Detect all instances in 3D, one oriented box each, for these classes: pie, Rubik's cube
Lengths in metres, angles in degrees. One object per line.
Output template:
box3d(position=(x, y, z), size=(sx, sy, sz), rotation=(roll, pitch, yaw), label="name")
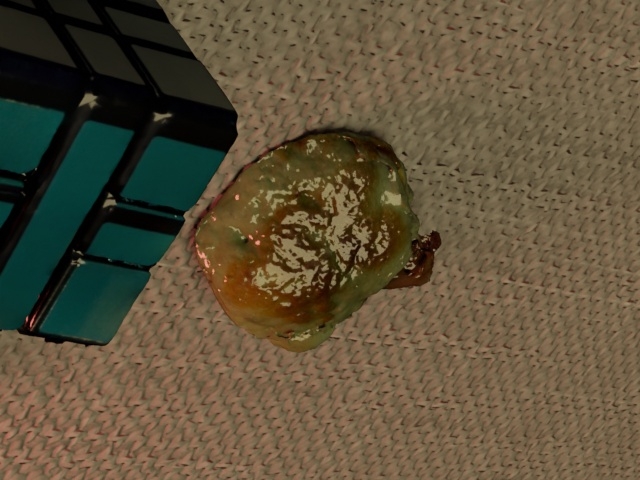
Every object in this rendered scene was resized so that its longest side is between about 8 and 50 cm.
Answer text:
box3d(position=(-0.005, -0.005, 2.022), size=(0.274, 0.105, 0.257), rotation=(-30, 124, -10), label="pie")
box3d(position=(-0.288, -0.101, 1.587), size=(0.283, 0.293, 0.288), rotation=(12, 123, -43), label="Rubik's cube")
